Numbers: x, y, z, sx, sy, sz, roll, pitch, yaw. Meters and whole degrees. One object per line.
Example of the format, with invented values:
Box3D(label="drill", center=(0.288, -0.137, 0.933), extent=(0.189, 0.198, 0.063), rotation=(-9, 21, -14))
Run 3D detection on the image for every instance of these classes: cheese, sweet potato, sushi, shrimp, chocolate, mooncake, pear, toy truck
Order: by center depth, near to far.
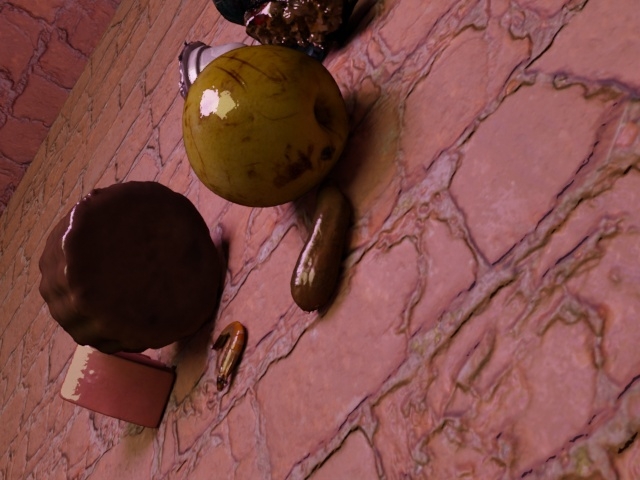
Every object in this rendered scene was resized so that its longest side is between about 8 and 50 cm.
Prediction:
Box3D(label="sweet potato", center=(0.004, -0.003, 1.131), extent=(0.081, 0.062, 0.233), rotation=(-21, 50, 53))
Box3D(label="pear", center=(-0.085, -0.186, 1.204), extent=(0.283, 0.283, 0.284), rotation=(-35, 42, 41))
Box3D(label="shrimp", center=(-0.165, 0.200, 1.282), extent=(0.091, 0.025, 0.127), rotation=(-20, 49, 51))
Box3D(label="sushi", center=(-0.032, -0.412, 1.351), extent=(0.212, 0.147, 0.115), rotation=(-5, 60, 32))
Box3D(label="mooncake", center=(-0.359, 0.055, 1.396), extent=(0.187, 0.324, 0.324), rotation=(-24, 50, 50))
Box3D(label="toy truck", center=(-0.053, -0.329, 1.441), extent=(0.074, 0.063, 0.136), rotation=(48, 115, 36))
Box3D(label="cheese", center=(-0.412, 0.269, 1.466), extent=(0.203, 0.177, 0.128), rotation=(8, 77, 58))
Box3D(label="chocolate", center=(-0.186, -0.333, 1.561), extent=(0.147, 0.221, 0.221), rotation=(-6, 62, 27))

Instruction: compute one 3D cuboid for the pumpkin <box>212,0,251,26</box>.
Box3D(label="pumpkin", center=(-0.121, -0.526, 1.526), extent=(0.220, 0.220, 0.162), rotation=(10, 98, 58))
